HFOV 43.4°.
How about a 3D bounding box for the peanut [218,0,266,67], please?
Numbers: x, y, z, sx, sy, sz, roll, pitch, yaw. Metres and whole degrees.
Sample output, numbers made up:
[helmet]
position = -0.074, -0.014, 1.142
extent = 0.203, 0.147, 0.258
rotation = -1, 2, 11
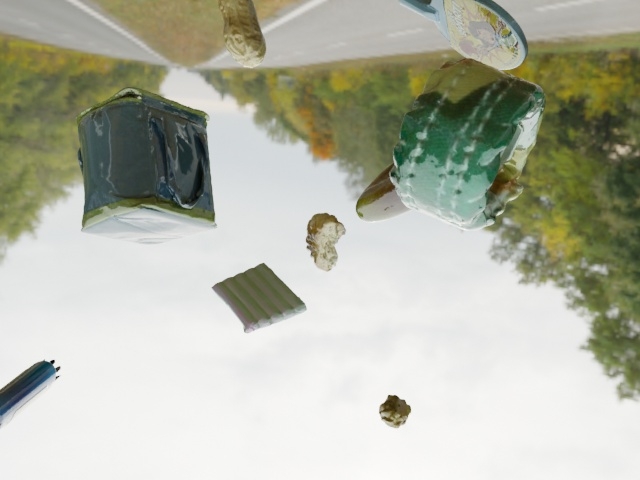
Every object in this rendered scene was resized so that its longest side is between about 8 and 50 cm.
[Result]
[peanut]
position = -0.180, -0.479, 1.796
extent = 0.093, 0.194, 0.083
rotation = -18, 179, -32

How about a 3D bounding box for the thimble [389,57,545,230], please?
[thimble]
position = 0.238, -0.146, 1.277
extent = 0.167, 0.254, 0.288
rotation = 27, 177, 21

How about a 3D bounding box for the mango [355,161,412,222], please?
[mango]
position = 0.196, -0.127, 1.911
extent = 0.133, 0.267, 0.111
rotation = 20, -145, -55

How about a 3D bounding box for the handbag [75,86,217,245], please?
[handbag]
position = -0.337, -0.131, 1.553
extent = 0.222, 0.241, 0.263
rotation = -18, 161, 33

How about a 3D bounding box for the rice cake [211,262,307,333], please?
[rice cake]
position = -0.164, 0.151, 2.124
extent = 0.189, 0.037, 0.198
rotation = -21, -132, -21

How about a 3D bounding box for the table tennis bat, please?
[table tennis bat]
position = 0.307, -0.474, 1.749
extent = 0.329, 0.044, 0.215
rotation = 34, 167, 28

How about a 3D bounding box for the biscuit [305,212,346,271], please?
[biscuit]
position = 0.000, 0.000, 2.073
extent = 0.061, 0.183, 0.118
rotation = -27, -125, -29

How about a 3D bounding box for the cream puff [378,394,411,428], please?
[cream puff]
position = 0.167, 0.394, 1.847
extent = 0.083, 0.058, 0.083
rotation = 30, -143, -33

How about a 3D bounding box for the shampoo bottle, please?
[shampoo bottle]
position = -0.479, 0.245, 1.275
extent = 0.050, 0.087, 0.183
rotation = 44, -156, -2
